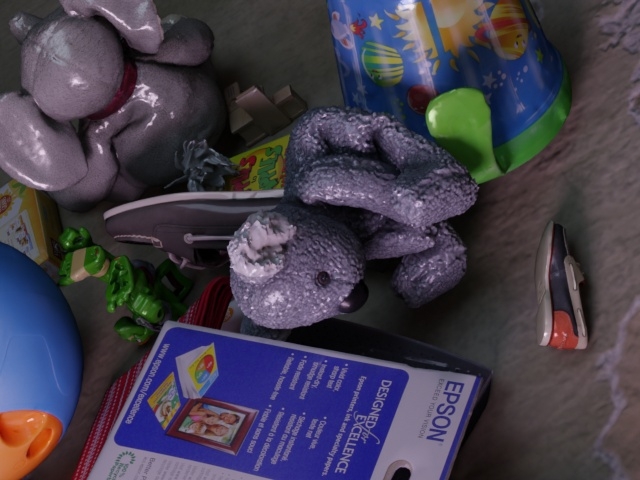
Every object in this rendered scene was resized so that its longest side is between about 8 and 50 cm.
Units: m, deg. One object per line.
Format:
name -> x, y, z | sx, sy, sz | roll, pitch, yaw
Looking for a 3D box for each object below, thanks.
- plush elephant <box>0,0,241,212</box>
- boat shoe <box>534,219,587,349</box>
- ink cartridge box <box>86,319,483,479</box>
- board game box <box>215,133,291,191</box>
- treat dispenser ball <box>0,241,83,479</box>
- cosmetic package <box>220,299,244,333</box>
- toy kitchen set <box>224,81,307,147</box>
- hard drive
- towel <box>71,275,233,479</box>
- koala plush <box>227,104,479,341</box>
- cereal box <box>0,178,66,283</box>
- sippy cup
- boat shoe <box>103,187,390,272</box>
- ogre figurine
plush elephant -> -0.247, -0.172, 2.126 | 0.272, 0.255, 0.330 | -51, 30, -2
boat shoe -> 0.222, 0.041, 1.761 | 0.043, 0.049, 0.137 | 7, 52, -4
ink cartridge box -> -0.045, 0.219, 1.642 | 0.307, 0.072, 0.303 | 11, 48, 16
board game box -> -0.029, -0.066, 2.055 | 0.181, 0.043, 0.092 | -20, 49, 29
treat dispenser ball -> -0.396, 0.134, 2.033 | 0.288, 0.288, 0.288 | -22, 47, 27
cosmetic package -> -0.066, 0.165, 1.898 | 0.099, 0.060, 0.239 | -33, 44, 15
toy kitchen set -> -0.072, -0.166, 2.148 | 0.083, 0.068, 0.075 | -31, 44, 19
hard drive -> 0.020, 0.159, 1.778 | 0.255, 0.054, 0.172 | 14, 55, 30
towel -> -0.180, 0.165, 1.915 | 0.275, 0.031, 0.199 | -43, 21, 46
koala plush -> 0.000, 0.000, 1.768 | 0.203, 0.196, 0.221 | 37, 67, 21
cereal box -> -0.414, 0.041, 2.301 | 0.240, 0.047, 0.173 | -35, 43, 15
sippy cup -> 0.108, -0.203, 1.855 | 0.240, 0.224, 0.305 | -41, 42, -22
boat shoe -> -0.079, -0.003, 1.973 | 0.335, 0.112, 0.095 | -5, 84, 26
ogre figurine -> -0.198, 0.054, 2.053 | 0.197, 0.118, 0.096 | 7, 69, 45
